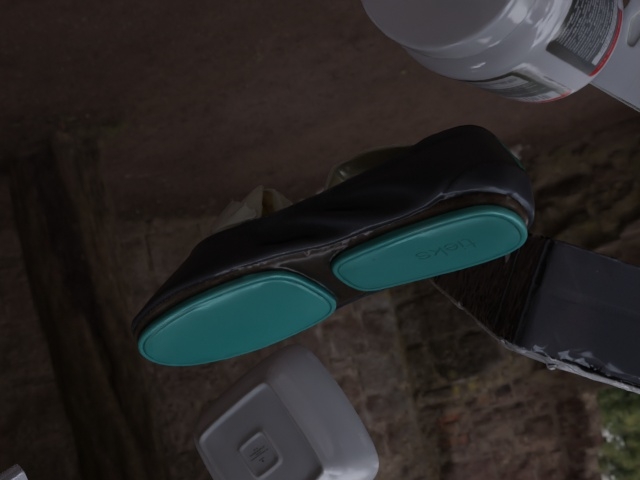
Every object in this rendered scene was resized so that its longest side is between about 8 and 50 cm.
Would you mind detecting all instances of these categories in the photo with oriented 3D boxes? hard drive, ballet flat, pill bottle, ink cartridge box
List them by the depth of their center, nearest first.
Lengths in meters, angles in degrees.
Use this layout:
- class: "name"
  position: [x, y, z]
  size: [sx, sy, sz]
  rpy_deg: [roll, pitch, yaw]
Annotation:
- class: "ballet flat"
  position: [0.000, 0.000, 0.422]
  size: [0.203, 0.074, 0.074]
  rpy_deg: [-22, 171, 23]
- class: "hard drive"
  position: [0.203, 0.051, 0.578]
  size: [0.237, 0.064, 0.339]
  rpy_deg: [17, -178, -2]
- class: "pill bottle"
  position: [0.151, -0.210, 0.768]
  size: [0.161, 0.161, 0.283]
  rpy_deg: [-17, 173, 28]
- class: "ink cartridge box"
  position: [0.369, -0.221, 0.933]
  size: [0.208, 0.087, 0.153]
  rpy_deg: [-29, 149, -55]

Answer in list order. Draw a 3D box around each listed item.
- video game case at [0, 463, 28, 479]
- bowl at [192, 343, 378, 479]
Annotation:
- class: "video game case"
  position: [-0.244, 0.222, 0.661]
  size: [0.087, 0.011, 0.122]
  rpy_deg: [-34, 146, -29]
- class: "bowl"
  position: [-0.038, 0.173, 0.755]
  size: [0.142, 0.142, 0.053]
  rpy_deg: [-41, 162, 19]
